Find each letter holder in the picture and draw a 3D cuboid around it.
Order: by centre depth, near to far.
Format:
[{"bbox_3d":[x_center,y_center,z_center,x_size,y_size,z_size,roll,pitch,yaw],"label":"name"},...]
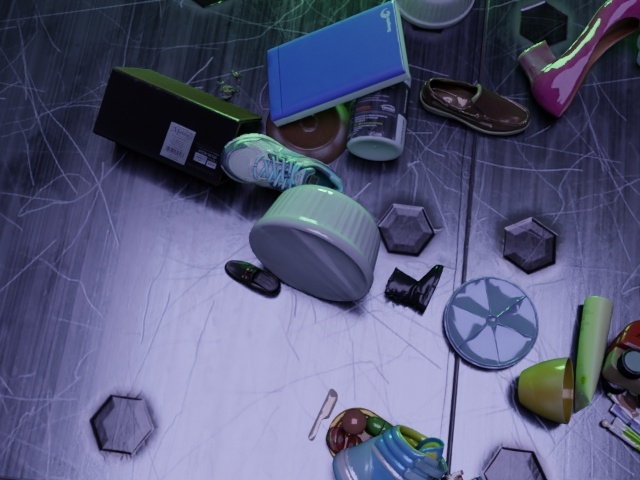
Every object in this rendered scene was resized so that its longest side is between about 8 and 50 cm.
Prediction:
[{"bbox_3d":[-0.308,-0.260,1.988,0.301,0.214,0.152,23,105,6],"label":"letter holder"}]

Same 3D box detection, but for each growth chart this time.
[{"bbox_3d":[0.684,0.325,1.857,0.172,0.021,0.237,30,74,10],"label":"growth chart"}]

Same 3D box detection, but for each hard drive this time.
[{"bbox_3d":[0.033,-0.393,1.987,0.318,0.040,0.210,-17,57,20],"label":"hard drive"}]

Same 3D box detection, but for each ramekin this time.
[{"bbox_3d":[0.000,0.000,1.838,0.272,0.273,0.127,24,62,7],"label":"ramekin"},{"bbox_3d":[0.271,-0.616,2.114,0.207,0.109,0.207,0,72,0],"label":"ramekin"}]

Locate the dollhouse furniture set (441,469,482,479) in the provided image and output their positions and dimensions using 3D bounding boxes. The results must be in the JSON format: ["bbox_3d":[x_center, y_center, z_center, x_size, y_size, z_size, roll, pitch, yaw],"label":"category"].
[{"bbox_3d":[0.333,0.524,1.731,0.129,0.129,0.184,-18,73,-6],"label":"dollhouse furniture set"}]

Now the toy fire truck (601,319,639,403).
[{"bbox_3d":[0.718,0.211,1.819,0.217,0.158,0.246,25,61,9],"label":"toy fire truck"}]

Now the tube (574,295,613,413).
[{"bbox_3d":[0.560,0.235,1.853,0.062,0.070,0.240,-3,62,40],"label":"tube"}]

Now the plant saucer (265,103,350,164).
[{"bbox_3d":[-0.027,-0.263,2.035,0.198,0.036,0.199,0,72,0],"label":"plant saucer"}]

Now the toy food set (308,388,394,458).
[{"bbox_3d":[0.081,0.400,1.800,0.217,0.071,0.128,32,74,10],"label":"toy food set"}]

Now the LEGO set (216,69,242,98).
[{"bbox_3d":[-0.211,-0.356,2.074,0.054,0.023,0.083,43,63,10],"label":"LEGO set"}]

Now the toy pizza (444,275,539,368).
[{"bbox_3d":[0.361,0.174,1.897,0.201,0.032,0.201,0,71,0],"label":"toy pizza"}]

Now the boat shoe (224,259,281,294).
[{"bbox_3d":[-0.147,0.074,1.922,0.133,0.042,0.049,25,76,9],"label":"boat shoe"}]

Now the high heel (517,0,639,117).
[{"bbox_3d":[0.650,-0.426,2.031,0.377,0.127,0.181,-30,64,12],"label":"high heel"}]

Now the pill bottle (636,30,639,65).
[{"bbox_3d":[0.793,-0.484,2.083,0.094,0.094,0.169,21,73,6],"label":"pill bottle"}]

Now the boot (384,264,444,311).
[{"bbox_3d":[0.200,0.087,1.920,0.099,0.045,0.121,25,74,11],"label":"boot"}]

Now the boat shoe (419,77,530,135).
[{"bbox_3d":[0.352,-0.306,2.020,0.257,0.095,0.095,13,72,4],"label":"boat shoe"}]

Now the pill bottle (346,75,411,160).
[{"bbox_3d":[0.135,-0.313,2.002,0.130,0.130,0.246,7,72,2],"label":"pill bottle"}]

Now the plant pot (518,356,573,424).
[{"bbox_3d":[0.456,0.302,1.818,0.095,0.134,0.134,0,70,25],"label":"plant pot"}]

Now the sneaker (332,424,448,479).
[{"bbox_3d":[0.187,0.496,1.695,0.208,0.127,0.319,-36,88,14],"label":"sneaker"}]

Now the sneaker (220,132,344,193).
[{"bbox_3d":[-0.072,-0.150,1.882,0.283,0.122,0.110,11,99,-30],"label":"sneaker"}]
